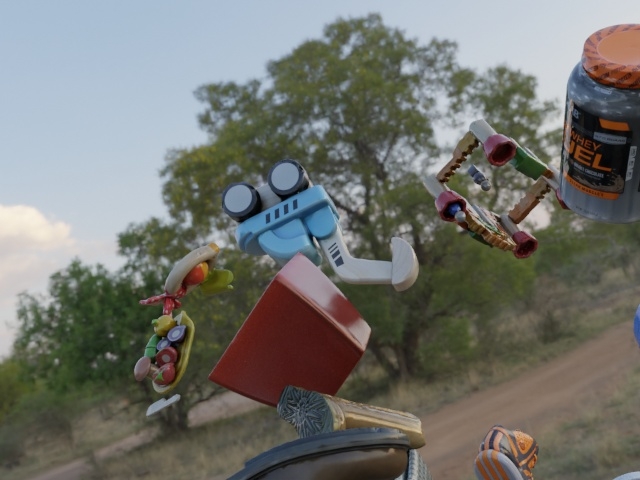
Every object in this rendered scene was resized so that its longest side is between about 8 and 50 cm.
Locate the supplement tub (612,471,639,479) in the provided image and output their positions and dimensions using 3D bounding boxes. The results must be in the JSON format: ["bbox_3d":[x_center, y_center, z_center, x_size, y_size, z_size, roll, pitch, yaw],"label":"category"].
[{"bbox_3d":[0.587,0.546,1.301,0.191,0.191,0.272,-18,15,10],"label":"supplement tub"}]

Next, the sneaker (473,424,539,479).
[{"bbox_3d":[0.469,0.557,1.728,0.124,0.321,0.180,-19,15,33],"label":"sneaker"}]

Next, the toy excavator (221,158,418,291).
[{"bbox_3d":[0.000,0.000,2.084,0.432,0.445,0.222,-26,-21,5],"label":"toy excavator"}]

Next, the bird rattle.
[{"bbox_3d":[-0.359,0.096,2.034,0.253,0.143,0.207,-23,-29,-37],"label":"bird rattle"}]

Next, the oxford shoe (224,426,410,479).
[{"bbox_3d":[-0.034,0.200,0.532,0.227,0.096,0.083,-24,-25,-1],"label":"oxford shoe"}]

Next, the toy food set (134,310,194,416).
[{"bbox_3d":[-0.331,0.239,1.567,0.071,0.218,0.128,29,-37,-33],"label":"toy food set"}]

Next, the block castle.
[{"bbox_3d":[0.555,-0.131,2.272,0.453,0.213,0.303,23,-64,-38],"label":"block castle"}]

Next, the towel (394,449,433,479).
[{"bbox_3d":[0.211,0.577,1.380,0.056,0.312,0.324,-25,10,14],"label":"towel"}]

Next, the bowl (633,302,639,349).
[{"bbox_3d":[0.912,0.158,1.759,0.390,0.077,0.391,-7,-53,-10],"label":"bowl"}]

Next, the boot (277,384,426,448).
[{"bbox_3d":[0.082,0.337,1.394,0.269,0.089,0.236,19,1,-23],"label":"boot"}]

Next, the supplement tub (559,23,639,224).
[{"bbox_3d":[0.559,-0.212,1.417,0.207,0.207,0.338,-16,-48,-5],"label":"supplement tub"}]

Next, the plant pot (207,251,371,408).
[{"bbox_3d":[-0.043,0.217,1.609,0.267,0.235,0.267,-56,-2,13],"label":"plant pot"}]
